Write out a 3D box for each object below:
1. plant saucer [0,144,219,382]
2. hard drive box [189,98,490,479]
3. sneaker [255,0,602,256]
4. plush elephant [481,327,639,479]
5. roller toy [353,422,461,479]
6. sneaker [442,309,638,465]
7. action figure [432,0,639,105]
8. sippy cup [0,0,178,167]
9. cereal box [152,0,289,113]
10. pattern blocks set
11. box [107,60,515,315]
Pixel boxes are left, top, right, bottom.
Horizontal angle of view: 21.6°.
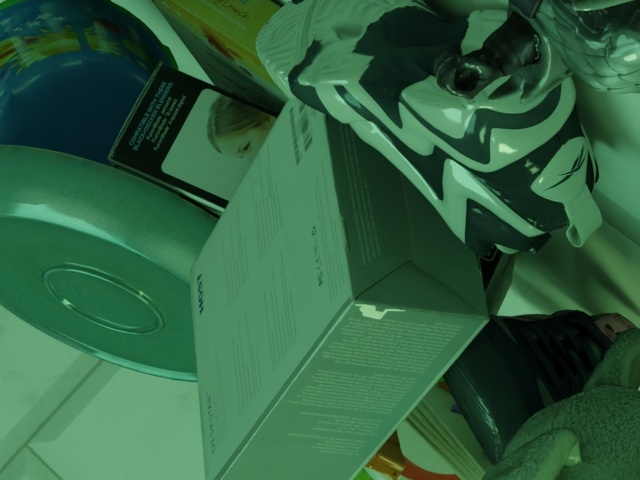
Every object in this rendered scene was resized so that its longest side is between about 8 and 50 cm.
[{"bbox_3d":[-0.163,0.033,1.315,0.317,0.044,0.317,17,154,8],"label":"plant saucer"},{"bbox_3d":[0.001,0.031,1.040,0.089,0.181,0.232,9,142,-22],"label":"hard drive box"},{"bbox_3d":[0.066,-0.058,0.905,0.235,0.094,0.153,18,148,50],"label":"sneaker"},{"bbox_3d":[0.194,0.186,0.922,0.330,0.272,0.255,5,116,23],"label":"plush elephant"},{"bbox_3d":[0.130,0.187,1.727,0.146,0.209,0.191,64,-164,-73],"label":"roller toy"},{"bbox_3d":[0.150,0.080,1.111,0.112,0.131,0.319,62,-175,11],"label":"sneaker"},{"bbox_3d":[0.061,-0.111,0.597,0.285,0.099,0.185,38,164,4],"label":"action figure"},{"bbox_3d":[-0.219,-0.096,1.480,0.305,0.240,0.224,59,174,-19],"label":"sippy cup"},{"bbox_3d":[-0.029,-0.117,1.282,0.173,0.047,0.240,35,170,31],"label":"cereal box"},{"bbox_3d":[0.135,0.137,1.321,0.325,0.026,0.285,37,-146,29],"label":"pattern blocks set"},{"bbox_3d":[-0.002,-0.013,1.255,0.290,0.087,0.169,25,165,10],"label":"box"}]
